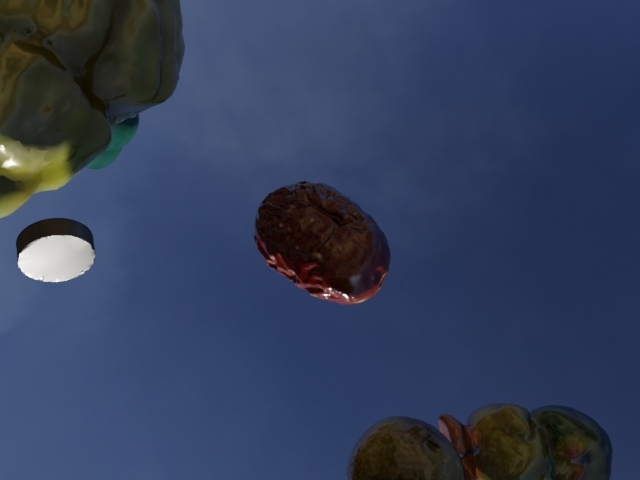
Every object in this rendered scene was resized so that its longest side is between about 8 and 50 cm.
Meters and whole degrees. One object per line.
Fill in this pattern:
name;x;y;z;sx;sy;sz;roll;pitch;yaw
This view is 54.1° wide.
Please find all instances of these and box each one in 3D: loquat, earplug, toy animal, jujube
loquat;0.107;0.310;0.804;0.152;0.195;0.152;8;-146;-6
earplug;-0.499;-0.245;1.230;0.280;0.257;0.163;-18;-133;18
toy animal;0.397;0.414;1.240;0.339;0.215;0.191;-1;-167;-2
jujube;0.000;0.000;0.678;0.112;0.109;0.176;-56;-137;3

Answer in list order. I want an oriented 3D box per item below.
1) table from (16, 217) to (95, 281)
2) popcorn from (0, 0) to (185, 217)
table;-0.486;0.019;1.155;0.134;0.133;0.043;-28;-126;6
popcorn;-0.248;-0.111;0.368;0.334;0.292;0.293;-4;-108;-5
